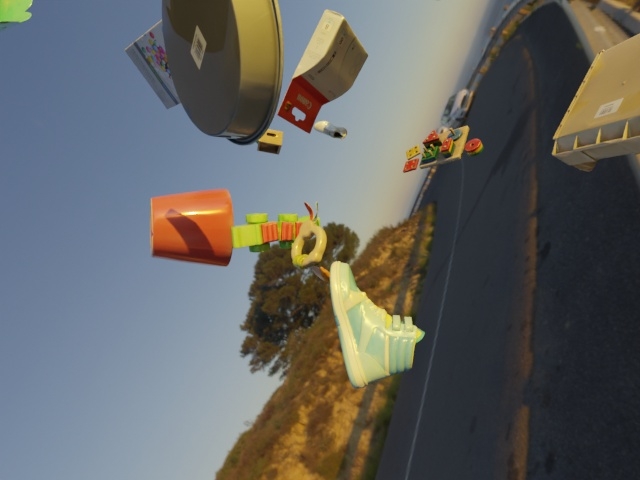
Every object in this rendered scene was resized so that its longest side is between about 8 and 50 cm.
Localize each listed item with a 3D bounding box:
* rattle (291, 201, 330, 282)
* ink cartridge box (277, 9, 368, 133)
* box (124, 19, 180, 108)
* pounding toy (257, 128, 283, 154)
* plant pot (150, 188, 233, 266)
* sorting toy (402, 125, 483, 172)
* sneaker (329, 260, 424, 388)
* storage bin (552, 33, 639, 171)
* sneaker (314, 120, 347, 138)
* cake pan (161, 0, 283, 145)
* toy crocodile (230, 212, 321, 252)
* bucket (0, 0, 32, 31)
[{"bbox_3d":[0.000,0.000,1.182,0.130,0.142,0.200,-42,36,47],"label":"rattle"},{"bbox_3d":[0.016,-0.595,1.528,0.385,0.091,0.308,-63,-19,11],"label":"ink cartridge box"},{"bbox_3d":[-0.311,-0.367,0.854,0.038,0.186,0.145,-54,-53,-34],"label":"box"},{"bbox_3d":[-0.254,-0.493,1.947,0.130,0.141,0.100,137,140,-72],"label":"pounding toy"},{"bbox_3d":[-0.435,-0.043,1.356,0.275,0.243,0.275,180,90,-66],"label":"plant pot"},{"bbox_3d":[0.357,-0.289,1.231,0.046,0.274,0.132,43,-123,-31],"label":"sorting toy"},{"bbox_3d":[0.143,0.190,1.030,0.127,0.208,0.319,56,-159,-74],"label":"sneaker"},{"bbox_3d":[0.617,-0.269,0.769,0.261,0.123,0.262,-63,8,0],"label":"storage bin"},{"bbox_3d":[0.043,-0.490,1.813,0.061,0.152,0.054,-72,-4,-52],"label":"sneaker"},{"bbox_3d":[-0.157,-0.284,0.597,0.054,0.293,0.293,-20,-41,-35],"label":"cake pan"},{"bbox_3d":[-0.132,-0.028,1.255,0.340,0.105,0.115,-7,-83,-50],"label":"toy crocodile"},{"bbox_3d":[-0.720,-0.494,0.743,0.281,0.183,0.281,-22,-90,-80],"label":"bucket"}]
